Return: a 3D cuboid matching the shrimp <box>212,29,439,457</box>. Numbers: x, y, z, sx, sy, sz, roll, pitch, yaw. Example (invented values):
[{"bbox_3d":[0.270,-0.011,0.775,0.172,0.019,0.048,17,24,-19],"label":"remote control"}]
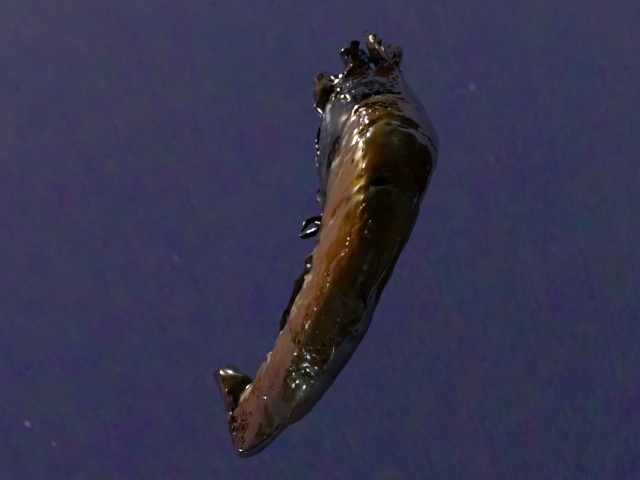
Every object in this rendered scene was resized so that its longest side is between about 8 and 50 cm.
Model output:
[{"bbox_3d":[0.000,0.000,0.822,0.054,0.222,0.290,22,-150,-11],"label":"shrimp"}]
